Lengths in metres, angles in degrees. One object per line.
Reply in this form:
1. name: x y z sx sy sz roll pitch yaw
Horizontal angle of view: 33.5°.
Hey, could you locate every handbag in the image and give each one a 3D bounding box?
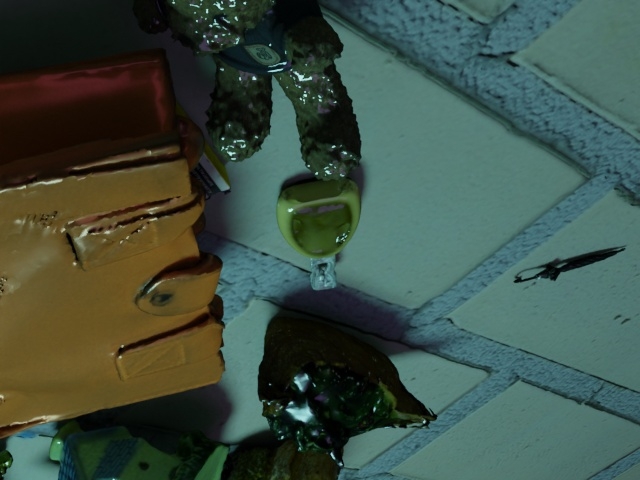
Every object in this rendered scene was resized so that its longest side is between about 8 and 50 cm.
1. handbag: -0.232 0.031 0.893 0.303 0.116 0.410 -11 150 -7

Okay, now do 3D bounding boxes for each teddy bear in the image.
1. teddy bear: -0.054 -0.159 0.803 0.182 0.129 0.251 7 152 21

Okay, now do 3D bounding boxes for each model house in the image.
1. model house: -0.235 0.301 1.290 0.189 0.195 0.214 21 130 7

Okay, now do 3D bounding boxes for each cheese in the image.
1. cheese: 0.000 -0.001 1.103 0.086 0.036 0.162 -12 143 -8

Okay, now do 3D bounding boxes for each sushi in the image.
1. sushi: 0.008 0.189 1.260 0.149 0.140 0.287 -40 138 15

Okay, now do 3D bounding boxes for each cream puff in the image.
1. cream puff: -0.064 0.337 1.427 0.169 0.183 0.183 11 141 5

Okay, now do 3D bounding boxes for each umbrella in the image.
1. umbrella: 0.307 0.032 1.298 0.149 0.022 0.022 -16 -174 -4

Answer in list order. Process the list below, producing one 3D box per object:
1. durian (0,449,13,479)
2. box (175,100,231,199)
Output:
1. durian: -0.442 0.396 1.320 0.106 0.132 0.375 6 121 -20
2. box: -0.215 -0.039 0.960 0.247 0.033 0.129 -25 144 7
